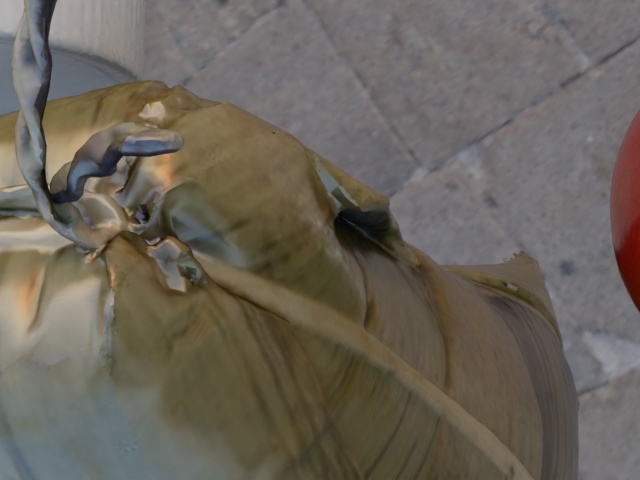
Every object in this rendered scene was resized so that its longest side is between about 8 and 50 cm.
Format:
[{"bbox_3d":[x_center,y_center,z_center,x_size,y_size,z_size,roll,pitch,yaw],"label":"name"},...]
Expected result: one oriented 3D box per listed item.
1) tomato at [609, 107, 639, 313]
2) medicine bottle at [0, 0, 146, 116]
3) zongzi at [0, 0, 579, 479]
[{"bbox_3d":[0.215,-0.023,0.626,0.195,0.195,0.136,-1,114,35],"label":"tomato"},{"bbox_3d":[-0.176,-0.248,0.689,0.211,0.211,0.371,-7,81,37],"label":"medicine bottle"},{"bbox_3d":[-0.020,0.003,0.734,0.218,0.467,0.500,-10,128,22],"label":"zongzi"}]
